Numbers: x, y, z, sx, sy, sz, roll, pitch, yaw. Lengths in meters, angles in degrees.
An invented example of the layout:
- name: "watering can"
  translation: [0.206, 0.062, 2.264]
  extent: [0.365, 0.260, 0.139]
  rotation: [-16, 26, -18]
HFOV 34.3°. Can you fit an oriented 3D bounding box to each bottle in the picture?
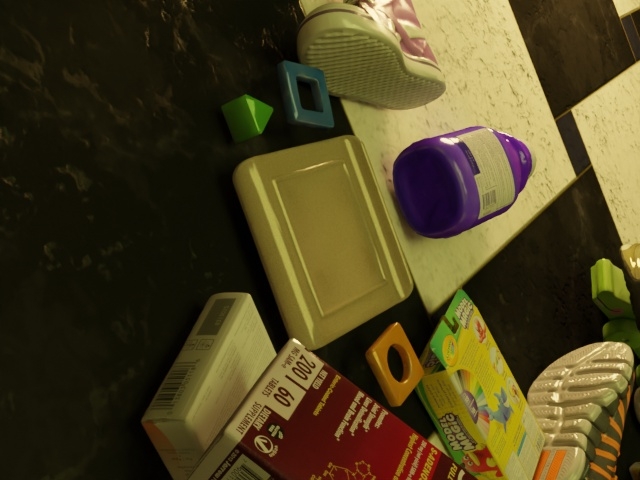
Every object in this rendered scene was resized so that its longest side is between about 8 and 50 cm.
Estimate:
- name: "bottle"
  translation: [0.188, -0.081, 1.272]
  extent: [0.283, 0.092, 0.118]
  rotation: [-22, 94, -58]

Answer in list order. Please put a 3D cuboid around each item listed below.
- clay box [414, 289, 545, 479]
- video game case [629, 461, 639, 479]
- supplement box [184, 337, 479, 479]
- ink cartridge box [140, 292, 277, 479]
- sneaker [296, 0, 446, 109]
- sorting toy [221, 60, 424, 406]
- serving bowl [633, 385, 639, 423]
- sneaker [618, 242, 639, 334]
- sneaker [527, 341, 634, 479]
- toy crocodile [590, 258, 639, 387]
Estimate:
- name: "clay box"
  translation: [0.172, 0.177, 1.153]
  extent: [0.222, 0.053, 0.127]
  rotation: [60, 34, -15]
- name: "video game case"
  translation: [0.571, 0.423, 1.486]
  extent: [0.026, 0.206, 0.227]
  rotation: [-28, 98, -38]
- name: "supplement box"
  translation: [0.035, 0.193, 0.745]
  extent: [0.239, 0.073, 0.130]
  rotation: [37, 32, 0]
- name: "ink cartridge box"
  translation: [-0.068, 0.154, 0.837]
  extent: [0.145, 0.045, 0.179]
  rotation: [-65, 146, -48]
- name: "sneaker"
  translation: [0.038, -0.243, 1.137]
  extent: [0.282, 0.102, 0.161]
  rotation: [10, 62, -66]
- name: "sorting toy"
  translation: [0.000, 0.000, 0.996]
  extent: [0.196, 0.047, 0.347]
  rotation: [-21, 92, -53]
- name: "serving bowl"
  translation: [0.518, 0.270, 1.647]
  extent: [0.083, 0.027, 0.083]
  rotation: [31, 50, -45]
- name: "sneaker"
  translation: [0.578, 0.055, 1.537]
  extent: [0.410, 0.182, 0.158]
  rotation: [1, 70, -52]
- name: "sneaker"
  translation: [0.334, 0.277, 1.304]
  extent: [0.321, 0.125, 0.180]
  rotation: [-47, 118, -43]
- name: "toy crocodile"
  translation: [0.525, 0.140, 1.652]
  extent: [0.340, 0.105, 0.115]
  rotation: [44, 41, -35]
